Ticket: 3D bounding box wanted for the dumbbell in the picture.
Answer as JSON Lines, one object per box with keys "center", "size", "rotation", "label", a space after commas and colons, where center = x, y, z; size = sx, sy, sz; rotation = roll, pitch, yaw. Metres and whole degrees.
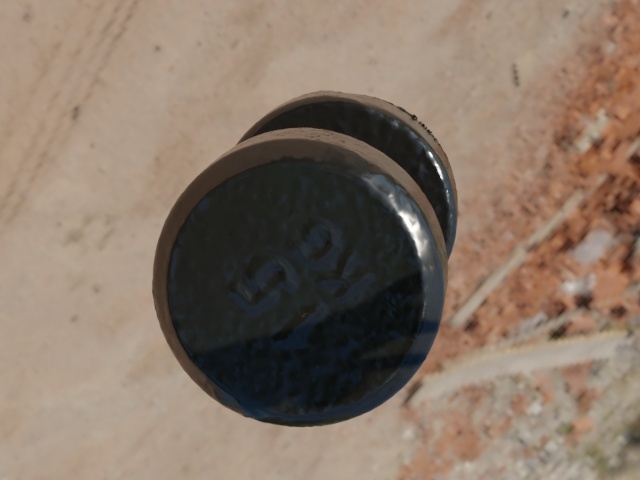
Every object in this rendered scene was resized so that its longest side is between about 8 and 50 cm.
{"center": [0.000, 0.000, 1.135], "size": [0.204, 0.203, 0.322], "rotation": [-54, -178, 14], "label": "dumbbell"}
